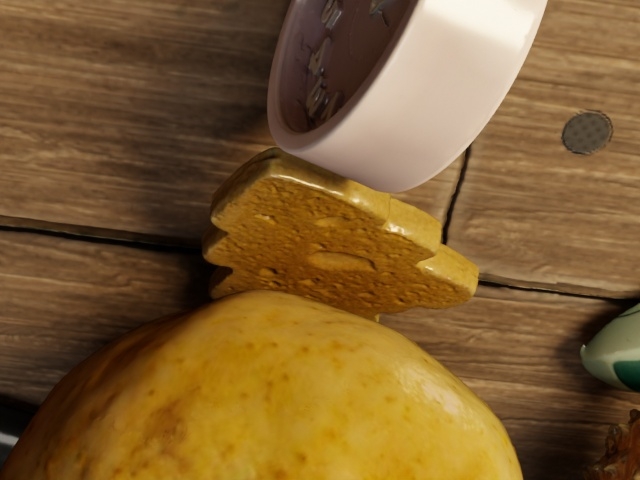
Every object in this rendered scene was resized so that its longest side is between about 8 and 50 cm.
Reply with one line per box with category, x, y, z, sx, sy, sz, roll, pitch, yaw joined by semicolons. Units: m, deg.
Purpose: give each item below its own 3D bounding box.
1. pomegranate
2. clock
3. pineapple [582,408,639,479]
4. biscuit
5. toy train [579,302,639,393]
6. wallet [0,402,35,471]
pomegranate;-0.024;0.210;0.707;0.410;0.410;0.410;0;124;0
clock;0.044;-0.130;0.555;0.068;0.197;0.197;21;122;-24
pineapple;0.231;0.280;0.798;0.165;0.165;0.364;22;126;-15
biscuit;0.000;0.000;0.689;0.212;0.041;0.239;0;151;16
toy train;0.392;0.030;0.720;0.407;0.088;0.086;-31;130;17
wallet;-0.296;0.226;0.881;0.377;0.051;0.197;21;120;-12
